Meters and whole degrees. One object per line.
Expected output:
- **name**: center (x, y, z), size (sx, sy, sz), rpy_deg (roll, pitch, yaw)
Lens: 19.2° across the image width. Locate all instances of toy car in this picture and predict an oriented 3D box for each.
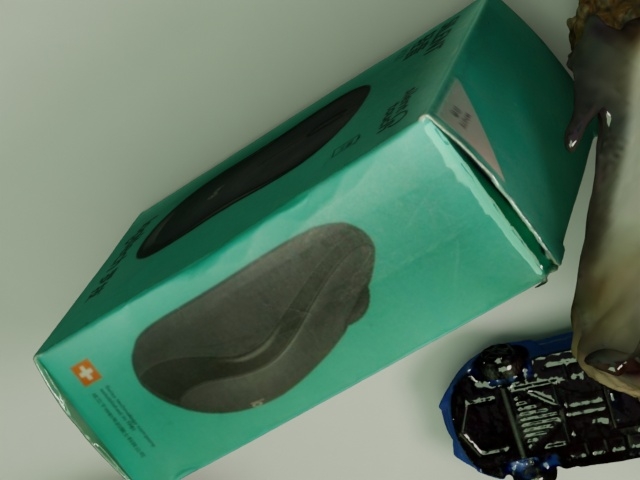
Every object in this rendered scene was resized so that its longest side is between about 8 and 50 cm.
- **toy car**: center (0.186, 0.099, 1.245), size (0.216, 0.063, 0.103), rpy_deg (-12, 111, 17)

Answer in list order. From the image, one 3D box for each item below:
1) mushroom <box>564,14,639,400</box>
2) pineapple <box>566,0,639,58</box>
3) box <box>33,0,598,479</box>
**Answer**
- **mushroom**: center (0.337, 0.050, 1.045), size (0.313, 0.224, 0.397), rpy_deg (2, 155, 32)
- **pineapple**: center (0.218, -0.173, 1.110), size (0.108, 0.108, 0.198), rpy_deg (19, 105, -2)
- **box**: center (0.000, 0.000, 1.125), size (0.311, 0.205, 0.118), rpy_deg (-30, 107, 28)
